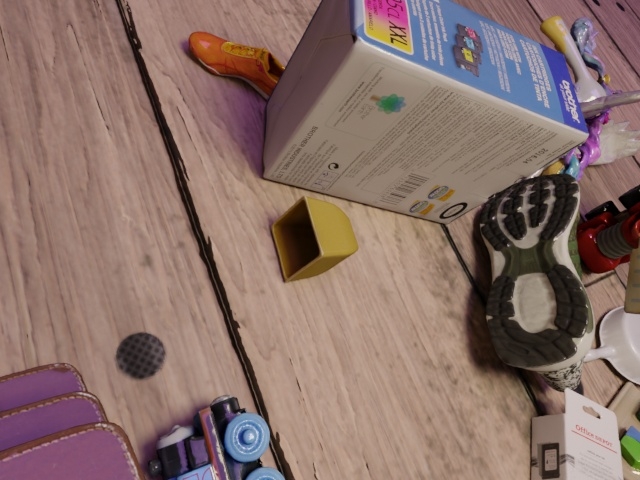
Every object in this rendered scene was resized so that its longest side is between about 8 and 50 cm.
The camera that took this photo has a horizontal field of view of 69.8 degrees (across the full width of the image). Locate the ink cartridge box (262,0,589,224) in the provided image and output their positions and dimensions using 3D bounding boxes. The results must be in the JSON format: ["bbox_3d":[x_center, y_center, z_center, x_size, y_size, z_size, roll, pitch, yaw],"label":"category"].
[{"bbox_3d":[0.149,-0.159,0.631,0.395,0.270,0.151,13,63,-23],"label":"ink cartridge box"}]

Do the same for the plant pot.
[{"bbox_3d":[0.000,0.000,0.585,0.083,0.081,0.081,2,63,-40],"label":"plant pot"}]

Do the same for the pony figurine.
[{"bbox_3d":[0.536,-0.279,0.947,0.351,0.303,0.363,-13,71,1],"label":"pony figurine"}]

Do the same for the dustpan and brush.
[{"bbox_3d":[0.515,0.186,0.789,0.211,0.060,0.147,5,59,-34],"label":"dustpan and brush"}]

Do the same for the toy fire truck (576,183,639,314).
[{"bbox_3d":[0.539,0.015,0.798,0.246,0.217,0.158,-28,80,-26],"label":"toy fire truck"}]

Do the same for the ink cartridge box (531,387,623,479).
[{"bbox_3d":[0.345,0.306,0.617,0.104,0.060,0.180,28,54,-12],"label":"ink cartridge box"}]

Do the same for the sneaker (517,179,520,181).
[{"bbox_3d":[0.321,-0.230,0.886,0.305,0.114,0.152,-91,162,-45],"label":"sneaker"}]

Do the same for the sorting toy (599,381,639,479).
[{"bbox_3d":[0.527,0.317,0.672,0.193,0.038,0.208,-22,45,-36],"label":"sorting toy"}]

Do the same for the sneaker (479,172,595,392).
[{"bbox_3d":[0.356,0.058,0.745,0.182,0.158,0.410,54,43,-34],"label":"sneaker"}]

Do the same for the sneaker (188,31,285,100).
[{"bbox_3d":[-0.107,-0.267,0.678,0.175,0.067,0.064,21,57,-16],"label":"sneaker"}]

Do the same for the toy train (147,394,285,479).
[{"bbox_3d":[-0.085,0.237,0.407,0.105,0.080,0.184,-12,71,-27],"label":"toy train"}]

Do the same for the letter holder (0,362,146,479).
[{"bbox_3d":[-0.275,0.202,0.276,0.302,0.152,0.214,-20,73,-35],"label":"letter holder"}]
